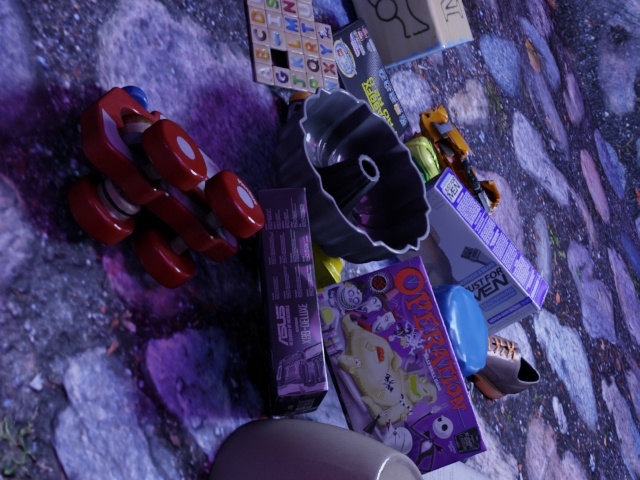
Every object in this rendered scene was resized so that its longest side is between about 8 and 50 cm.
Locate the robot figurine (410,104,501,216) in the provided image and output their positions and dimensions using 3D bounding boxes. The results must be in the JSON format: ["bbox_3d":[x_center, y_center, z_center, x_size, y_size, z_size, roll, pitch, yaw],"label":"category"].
[{"bbox_3d":[0.312,-0.156,2.094,0.291,0.085,0.211,58,-11,13],"label":"robot figurine"}]

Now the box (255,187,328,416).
[{"bbox_3d":[-0.049,0.103,1.414,0.242,0.077,0.307,105,-20,-73],"label":"box"}]

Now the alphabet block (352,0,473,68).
[{"bbox_3d":[0.209,-0.515,2.099,0.193,0.192,0.197,-31,106,-58],"label":"alphabet block"}]

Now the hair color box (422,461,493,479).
[{"bbox_3d":[0.193,0.491,1.699,0.374,0.114,0.185,36,47,-43],"label":"hair color box"}]

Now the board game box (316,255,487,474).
[{"bbox_3d":[0.125,0.220,1.542,0.208,0.056,0.346,-18,85,-14],"label":"board game box"}]

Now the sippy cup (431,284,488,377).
[{"bbox_3d":[0.184,0.184,1.726,0.240,0.224,0.305,62,34,-16],"label":"sippy cup"}]

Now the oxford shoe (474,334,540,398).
[{"bbox_3d":[0.377,0.241,2.086,0.364,0.133,0.130,40,45,-41],"label":"oxford shoe"}]

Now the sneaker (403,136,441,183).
[{"bbox_3d":[0.211,-0.114,2.028,0.295,0.124,0.109,67,19,-46],"label":"sneaker"}]

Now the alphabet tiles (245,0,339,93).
[{"bbox_3d":[-0.055,-0.398,1.778,0.198,0.009,0.237,4,72,-37],"label":"alphabet tiles"}]

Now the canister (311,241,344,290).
[{"bbox_3d":[0.000,0.000,1.672,0.126,0.073,0.170,54,35,-26],"label":"canister"}]

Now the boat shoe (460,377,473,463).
[{"bbox_3d":[0.259,0.315,1.879,0.105,0.113,0.306,68,8,-45],"label":"boat shoe"}]

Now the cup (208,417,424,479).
[{"bbox_3d":[0.024,0.413,1.354,0.331,0.237,0.331,30,52,-48],"label":"cup"}]

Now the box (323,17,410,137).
[{"bbox_3d":[0.083,-0.321,1.967,0.270,0.060,0.216,64,32,-13],"label":"box"}]

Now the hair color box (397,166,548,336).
[{"bbox_3d":[0.295,0.037,1.928,0.339,0.185,0.110,49,37,-6],"label":"hair color box"}]

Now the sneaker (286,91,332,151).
[{"bbox_3d":[0.005,-0.185,1.768,0.215,0.084,0.083,43,44,-25],"label":"sneaker"}]

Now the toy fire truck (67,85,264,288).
[{"bbox_3d":[-0.227,-0.099,1.312,0.302,0.169,0.254,42,19,-41],"label":"toy fire truck"}]

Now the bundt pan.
[{"bbox_3d":[0.042,-0.099,1.617,0.331,0.124,0.330,32,42,-34],"label":"bundt pan"}]
